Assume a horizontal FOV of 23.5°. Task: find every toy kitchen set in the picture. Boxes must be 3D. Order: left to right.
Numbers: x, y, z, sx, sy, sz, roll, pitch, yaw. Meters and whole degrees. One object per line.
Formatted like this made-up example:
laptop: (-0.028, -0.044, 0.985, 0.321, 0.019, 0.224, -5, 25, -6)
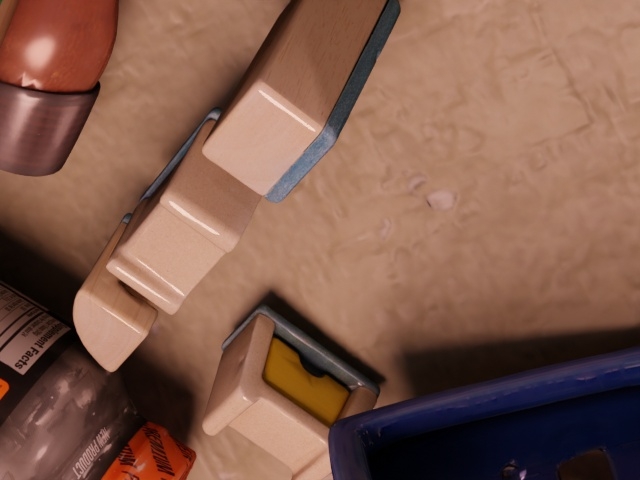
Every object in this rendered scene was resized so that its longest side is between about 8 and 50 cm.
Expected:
toy kitchen set: (0.000, 0.000, 0.764, 0.166, 0.122, 0.207, 36, 131, -10)

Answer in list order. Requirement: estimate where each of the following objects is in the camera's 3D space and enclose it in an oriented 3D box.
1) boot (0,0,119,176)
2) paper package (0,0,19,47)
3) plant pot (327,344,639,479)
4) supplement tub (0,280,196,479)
boot: (-0.189, -0.206, 0.729, 0.264, 0.096, 0.280, 30, 113, 15)
paper package: (-0.259, -0.205, 0.640, 0.309, 0.168, 0.324, 28, 100, 15)
plant pot: (0.144, 0.193, 0.684, 0.236, 0.236, 0.212, -12, 111, -2)
supplement tub: (-0.249, 0.091, 0.808, 0.338, 0.207, 0.207, 32, 118, 2)
